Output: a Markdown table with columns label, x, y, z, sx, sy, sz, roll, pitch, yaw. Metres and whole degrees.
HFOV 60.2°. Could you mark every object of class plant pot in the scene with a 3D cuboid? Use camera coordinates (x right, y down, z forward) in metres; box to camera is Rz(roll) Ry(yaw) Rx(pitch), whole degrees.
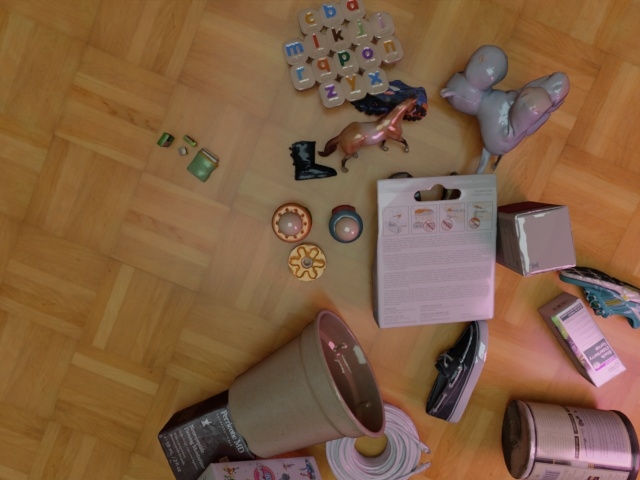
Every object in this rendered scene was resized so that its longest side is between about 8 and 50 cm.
| label | x | y | z | sx | sy | sz | roll | pitch | yaw |
| --- | --- | --- | --- | --- | --- | --- | --- | --- | --- |
| plant pot | -0.048 | 0.390 | 1.396 | 0.306 | 0.334 | 0.333 | -29 | 96 | 14 |

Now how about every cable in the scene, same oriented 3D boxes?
| label | x | y | z | sx | sy | sz | roll | pitch | yaw |
| --- | --- | --- | --- | --- | --- | --- | --- | --- | --- |
| cable | 0.142 | 0.559 | 1.511 | 0.257 | 0.089 | 0.257 | -34 | 95 | 5 |

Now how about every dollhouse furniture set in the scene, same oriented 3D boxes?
| label | x | y | z | sx | sy | sz | roll | pitch | yaw |
| --- | --- | --- | --- | --- | --- | --- | --- | --- | --- |
| dollhouse furniture set | -0.342 | -0.222 | 1.428 | 0.152 | 0.058 | 0.076 | 38 | 96 | -4 |

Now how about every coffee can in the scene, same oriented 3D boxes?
| label | x | y | z | sx | sy | sz | roll | pitch | yaw |
| --- | --- | --- | --- | --- | --- | --- | --- | --- | --- |
| coffee can | 0.648 | 0.535 | 1.451 | 0.276 | 0.201 | 0.201 | 7 | 97 | -1 |

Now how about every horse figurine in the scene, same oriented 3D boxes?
| label | x | y | z | sx | sy | sz | roll | pitch | yaw |
| --- | --- | --- | --- | --- | --- | --- | --- | --- | --- |
| horse figurine | 0.121 | -0.255 | 1.371 | 0.263 | 0.174 | 0.066 | -16 | 63 | 1 |

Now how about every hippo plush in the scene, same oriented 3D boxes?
| label | x | y | z | sx | sy | sz | roll | pitch | yaw |
| --- | --- | --- | --- | --- | --- | --- | --- | --- | --- |
| hippo plush | 0.439 | -0.352 | 1.371 | 0.236 | 0.234 | 0.294 | 47 | 138 | 12 |

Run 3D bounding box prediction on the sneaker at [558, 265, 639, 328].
| label | x | y | z | sx | sy | sz | roll | pitch | yaw |
| --- | --- | --- | --- | --- | --- | --- | --- | --- | --- |
| sneaker | 0.754 | 0.151 | 1.459 | 0.275 | 0.107 | 0.110 | 25 | 106 | -3 |

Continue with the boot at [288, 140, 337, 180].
| label | x | y | z | sx | sy | sz | roll | pitch | yaw |
| --- | --- | --- | --- | --- | --- | --- | --- | --- | --- |
| boot | -0.020 | -0.210 | 1.440 | 0.121 | 0.045 | 0.099 | -5 | 91 | -1 |

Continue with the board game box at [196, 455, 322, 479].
| label | x | y | z | sx | sy | sz | roll | pitch | yaw |
| --- | --- | --- | --- | --- | --- | --- | --- | --- | --- |
| board game box | -0.178 | 0.651 | 1.402 | 0.303 | 0.097 | 0.224 | 12 | 127 | -37 |

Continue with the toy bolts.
| label | x | y | z | sx | sy | sz | roll | pitch | yaw |
| --- | --- | --- | --- | --- | --- | --- | --- | --- | --- |
| toy bolts | 0.000 | 0.000 | 1.405 | 0.229 | 0.158 | 0.218 | -11 | 97 | 1 |

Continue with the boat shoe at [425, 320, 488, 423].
| label | x | y | z | sx | sy | sz | roll | pitch | yaw |
| --- | --- | --- | --- | --- | --- | --- | --- | --- | --- |
| boat shoe | 0.360 | 0.342 | 1.481 | 0.102 | 0.108 | 0.301 | 16 | 104 | -4 |

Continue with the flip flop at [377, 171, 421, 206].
| label | x | y | z | sx | sy | sz | roll | pitch | yaw |
| --- | --- | --- | --- | --- | --- | --- | --- | --- | --- |
| flip flop | 0.216 | -0.046 | 1.447 | 0.112 | 0.080 | 0.277 | -13 | 113 | 5 |

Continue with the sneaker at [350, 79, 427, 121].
| label | x | y | z | sx | sy | sz | roll | pitch | yaw |
| --- | --- | --- | --- | --- | --- | --- | --- | --- | --- |
| sneaker | 0.169 | -0.369 | 1.409 | 0.221 | 0.083 | 0.087 | 16 | 61 | 7 |

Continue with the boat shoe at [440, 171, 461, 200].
| label | x | y | z | sx | sy | sz | roll | pitch | yaw |
| --- | --- | --- | --- | --- | --- | --- | --- | --- | --- |
| boat shoe | 0.339 | -0.089 | 1.443 | 0.060 | 0.064 | 0.177 | 22 | 94 | -1 |

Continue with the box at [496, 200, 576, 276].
| label | x | y | z | sx | sy | sz | roll | pitch | yaw |
| --- | --- | --- | --- | --- | --- | --- | --- | --- | --- |
| box | 0.514 | -0.012 | 1.368 | 0.127 | 0.232 | 0.148 | -11 | 97 | 1 |

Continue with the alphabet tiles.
| label | x | y | z | sx | sy | sz | roll | pitch | yaw |
| --- | --- | --- | --- | --- | --- | --- | --- | --- | --- |
| alphabet tiles | 0.055 | -0.473 | 1.384 | 0.284 | 0.021 | 0.277 | -17 | 79 | 2 |

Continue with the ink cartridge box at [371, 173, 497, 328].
| label | x | y | z | sx | sy | sz | roll | pitch | yaw |
| --- | --- | --- | --- | --- | --- | --- | --- | --- | --- |
| ink cartridge box | 0.287 | 0.024 | 1.413 | 0.308 | 0.091 | 0.384 | -4 | 102 | -5 |

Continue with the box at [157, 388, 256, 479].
| label | x | y | z | sx | sy | sz | roll | pitch | yaw |
| --- | --- | --- | --- | --- | --- | --- | --- | --- | --- |
| box | -0.287 | 0.517 | 1.453 | 0.203 | 0.167 | 0.168 | -24 | 90 | 0 |

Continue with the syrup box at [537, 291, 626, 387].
| label | x | y | z | sx | sy | sz | roll | pitch | yaw |
| --- | --- | --- | --- | --- | --- | --- | --- | --- | --- |
| syrup box | 0.696 | 0.263 | 1.472 | 0.093 | 0.096 | 0.236 | -35 | 95 | 4 |
